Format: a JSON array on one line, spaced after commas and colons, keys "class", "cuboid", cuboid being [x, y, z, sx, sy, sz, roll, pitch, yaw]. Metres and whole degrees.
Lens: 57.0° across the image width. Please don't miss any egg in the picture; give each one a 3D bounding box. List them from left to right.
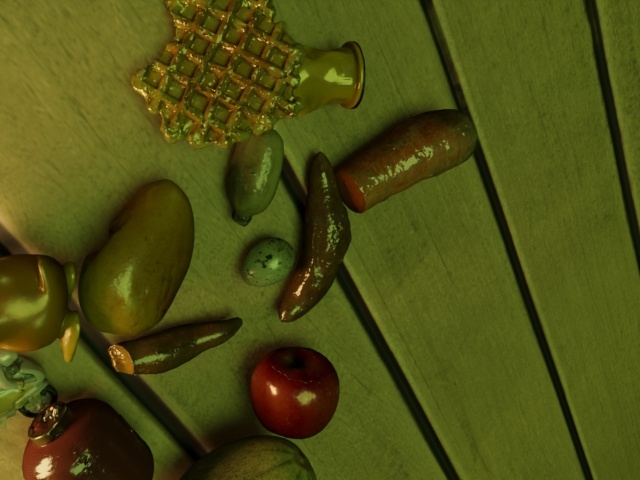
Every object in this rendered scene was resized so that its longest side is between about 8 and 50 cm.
[{"class": "egg", "cuboid": [-0.100, 0.043, 1.112, 0.110, 0.085, 0.085, -42, 123, -4]}]

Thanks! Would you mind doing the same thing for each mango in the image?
[{"class": "mango", "cuboid": [-0.290, 0.028, 0.957, 0.262, 0.129, 0.167, -65, 150, -16]}]

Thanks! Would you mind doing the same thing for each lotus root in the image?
[{"class": "lotus root", "cuboid": [-0.120, -0.112, 1.046, 0.077, 0.090, 0.183, 0, 110, -60]}]

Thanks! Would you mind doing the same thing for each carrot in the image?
[{"class": "carrot", "cuboid": [0.174, -0.169, 1.181, 0.301, 0.138, 0.139, -29, 119, -21]}]

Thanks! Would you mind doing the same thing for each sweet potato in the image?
[{"class": "sweet potato", "cuboid": [-0.255, 0.193, 1.071, 0.243, 0.077, 0.077, -10, 111, -28]}, {"class": "sweet potato", "cuboid": [0.003, 0.003, 1.157, 0.114, 0.092, 0.342, 10, 100, -16]}]

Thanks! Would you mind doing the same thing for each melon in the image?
[{"class": "melon", "cuboid": [-0.155, 0.516, 1.128, 0.329, 0.249, 0.248, -38, 123, 5]}]

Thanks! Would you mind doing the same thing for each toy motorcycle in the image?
[{"class": "toy motorcycle", "cuboid": [-0.520, 0.233, 0.919, 0.228, 0.074, 0.151, 3, 112, -44]}]

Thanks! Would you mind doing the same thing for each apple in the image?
[{"class": "apple", "cuboid": [-0.053, 0.302, 1.173, 0.180, 0.181, 0.169, 2, 111, -32]}]

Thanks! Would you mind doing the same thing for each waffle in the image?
[{"class": "waffle", "cuboid": [-0.162, -0.281, 0.939, 0.291, 0.051, 0.291, 0, 89, -7]}]

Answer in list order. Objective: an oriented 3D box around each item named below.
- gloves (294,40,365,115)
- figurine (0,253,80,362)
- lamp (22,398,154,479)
[{"class": "gloves", "cuboid": [-0.077, -0.286, 1.024, 0.294, 0.116, 0.133, -7, 82, -20]}, {"class": "figurine", "cuboid": [-0.469, 0.087, 0.840, 0.228, 0.215, 0.215, -12, 112, -15]}, {"class": "lamp", "cuboid": [-0.395, 0.374, 1.000, 0.180, 0.180, 0.258, -38, 120, -15]}]
